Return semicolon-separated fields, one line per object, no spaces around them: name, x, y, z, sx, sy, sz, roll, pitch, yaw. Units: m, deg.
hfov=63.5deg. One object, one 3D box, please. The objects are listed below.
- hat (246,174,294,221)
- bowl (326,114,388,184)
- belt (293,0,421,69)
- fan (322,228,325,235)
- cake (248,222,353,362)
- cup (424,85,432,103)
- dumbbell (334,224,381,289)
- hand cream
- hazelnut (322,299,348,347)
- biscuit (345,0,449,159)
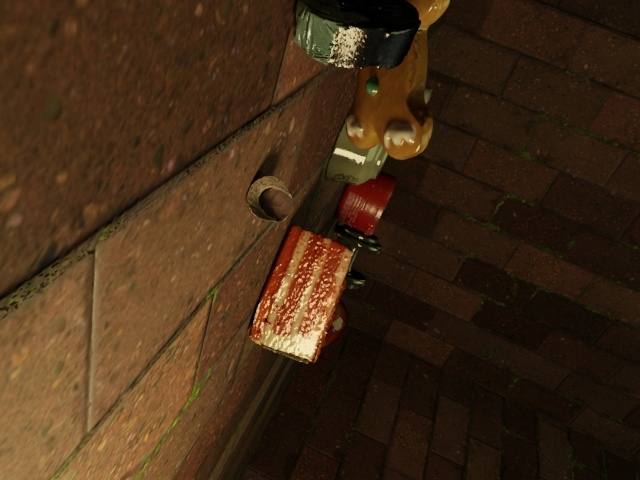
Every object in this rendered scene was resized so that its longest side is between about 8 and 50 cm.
hat;-0.073;-0.058;0.693;0.087;0.042;0.058;25;90;-50
bowl;0.102;-0.217;1.216;0.211;0.112;0.211;-63;174;-12
belt;0.039;-0.232;0.554;0.058;0.140;0.105;106;-34;-46
fan;0.000;0.000;1.642;0.056;0.004;0.083;-40;153;-76
cake;-0.028;0.100;1.098;0.159;0.158;0.262;-55;167;-80
cup;0.292;-0.476;1.720;0.136;0.133;0.099;-58;171;-50
dumbbell;0.112;0.057;1.937;0.192;0.192;0.290;-39;153;-77
hand cream;0.155;-0.142;1.763;0.230;0.149;0.230;22;90;-86
hazelnut;-0.017;0.235;1.647;0.208;0.208;0.208;24;90;-84
biscuit;0.084;-0.282;0.666;0.216;0.047;0.340;30;-63;60
